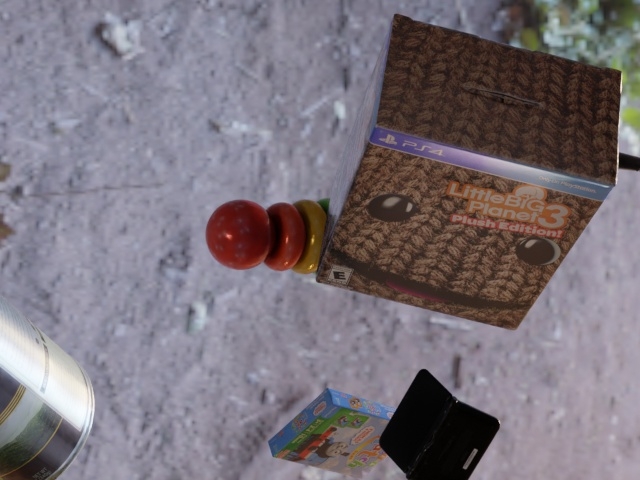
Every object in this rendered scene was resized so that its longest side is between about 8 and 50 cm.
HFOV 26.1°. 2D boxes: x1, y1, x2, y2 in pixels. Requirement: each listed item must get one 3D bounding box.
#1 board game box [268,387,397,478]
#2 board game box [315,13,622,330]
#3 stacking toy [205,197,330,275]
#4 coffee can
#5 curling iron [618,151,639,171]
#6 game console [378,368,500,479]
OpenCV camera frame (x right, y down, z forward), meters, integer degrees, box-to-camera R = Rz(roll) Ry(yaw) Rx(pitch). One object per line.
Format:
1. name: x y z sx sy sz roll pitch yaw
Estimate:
1. board game box: 0.042 0.330 2.348 0.211 0.160 0.039 20 36 -39
2. board game box: 0.142 -0.059 1.401 0.291 0.232 0.141 109 -7 -56
3. stacking toy: 0.000 0.000 1.805 0.330 0.141 0.141 2 92 -31
4. coffee can: -0.408 0.155 1.581 0.202 0.201 0.275 -67 151 -21
5. curling iron: 0.301 -0.115 1.726 0.274 0.068 0.035 13 78 -28
6. game console: 0.148 0.241 1.728 0.107 0.071 0.122 25 107 -11
